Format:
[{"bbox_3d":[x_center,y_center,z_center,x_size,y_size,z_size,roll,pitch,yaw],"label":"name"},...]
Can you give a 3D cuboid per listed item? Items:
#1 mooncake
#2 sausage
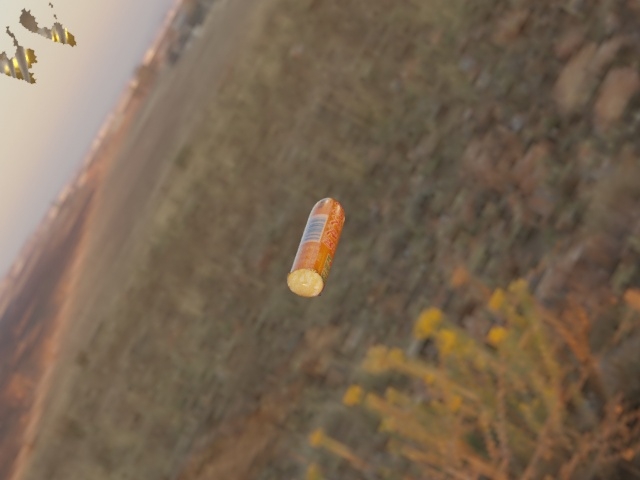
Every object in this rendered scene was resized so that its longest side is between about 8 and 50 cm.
[{"bbox_3d":[-0.126,-0.234,1.241,0.347,0.057,0.150,-48,56,15],"label":"mooncake"},{"bbox_3d":[0.000,0.000,1.293,0.031,0.031,0.107,-54,11,41],"label":"sausage"}]
